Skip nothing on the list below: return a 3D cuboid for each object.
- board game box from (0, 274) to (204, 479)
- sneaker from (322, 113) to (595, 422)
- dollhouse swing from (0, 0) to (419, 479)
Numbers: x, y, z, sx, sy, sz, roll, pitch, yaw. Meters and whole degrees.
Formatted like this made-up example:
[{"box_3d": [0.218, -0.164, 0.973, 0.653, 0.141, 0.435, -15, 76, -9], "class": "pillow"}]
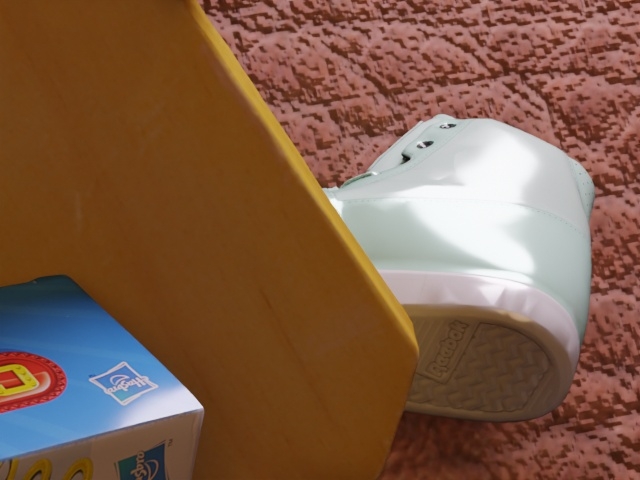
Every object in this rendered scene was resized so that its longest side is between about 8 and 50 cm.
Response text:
[{"box_3d": [-0.201, 0.183, 0.390, 0.302, 0.308, 0.086, -11, 33, -40], "class": "board game box"}, {"box_3d": [0.000, 0.000, 0.625, 0.256, 0.094, 0.151, 8, 39, 17], "class": "sneaker"}, {"box_3d": [-0.168, -0.042, 0.559, 0.347, 0.305, 0.315, -31, 36, 9], "class": "dollhouse swing"}]
